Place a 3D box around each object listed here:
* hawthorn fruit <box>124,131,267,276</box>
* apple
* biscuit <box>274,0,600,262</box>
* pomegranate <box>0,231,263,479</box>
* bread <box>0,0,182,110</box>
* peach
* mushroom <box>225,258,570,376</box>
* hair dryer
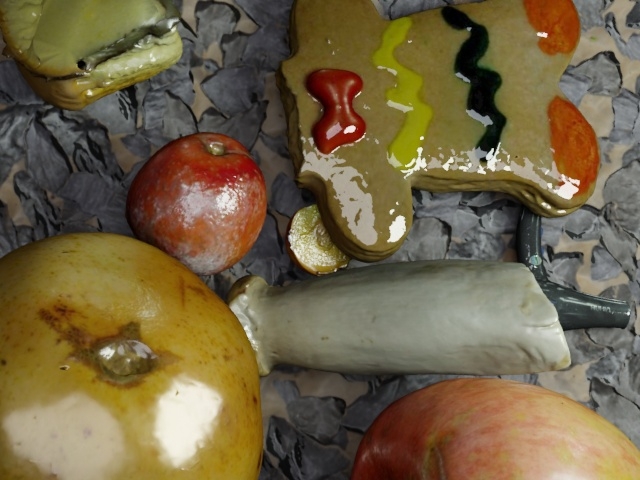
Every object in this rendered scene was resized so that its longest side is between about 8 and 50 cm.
[{"bbox_3d":[-0.143,-0.044,1.673,0.173,0.173,0.173,1,83,-6],"label":"hawthorn fruit"},{"bbox_3d":[0.214,0.331,1.571,0.364,0.364,0.364,1,83,-6],"label":"apple"},{"bbox_3d":[0.148,-0.163,1.731,0.394,0.076,0.368,-3,75,-11],"label":"biscuit"},{"bbox_3d":[-0.265,0.204,1.530,0.417,0.416,0.416,1,83,-6],"label":"pomegranate"},{"bbox_3d":[-0.279,-0.249,1.686,0.204,0.162,0.262,-21,44,-7],"label":"bread"},{"bbox_3d":[0.000,-0.001,1.733,0.098,0.061,0.098,1,86,-17],"label":"peach"},{"bbox_3d":[0.091,0.089,1.648,0.407,0.137,0.154,0,40,15],"label":"mushroom"},{"bbox_3d":[0.291,0.011,1.769,0.195,0.075,0.219,4,75,-13],"label":"hair dryer"}]
